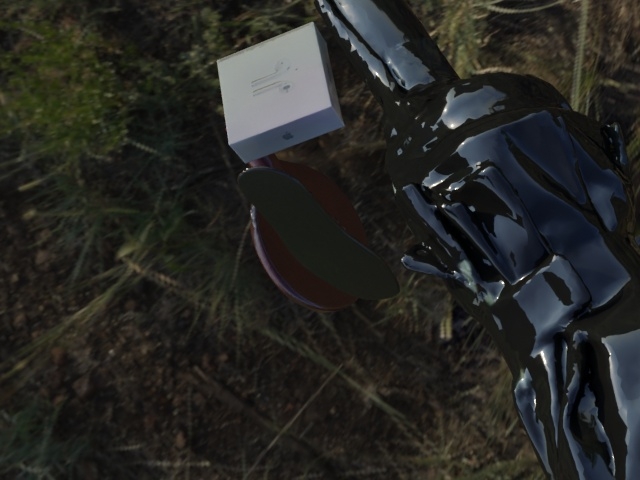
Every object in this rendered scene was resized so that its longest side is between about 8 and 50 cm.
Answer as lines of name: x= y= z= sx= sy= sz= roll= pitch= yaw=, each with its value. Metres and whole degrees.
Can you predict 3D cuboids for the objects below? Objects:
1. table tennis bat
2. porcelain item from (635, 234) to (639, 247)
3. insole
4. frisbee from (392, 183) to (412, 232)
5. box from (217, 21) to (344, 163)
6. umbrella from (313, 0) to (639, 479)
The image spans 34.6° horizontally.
table tennis bat: x=-0.033 y=-0.039 z=1.462 sx=0.038 sy=0.200 sz=0.310 roll=-25 pitch=101 yaw=45
porcelain item: x=0.327 y=0.075 z=0.787 sx=0.138 sy=0.186 sz=0.288 roll=-25 pitch=121 yaw=29
insole: x=0.000 y=0.000 z=1.237 sx=0.111 sy=0.007 sz=0.328 roll=-7 pitch=147 yaw=28
frisbee: x=0.091 y=-0.044 z=0.859 sx=0.014 sy=0.110 sz=0.110 roll=-18 pitch=99 yaw=31
box: x=-0.048 y=-0.174 z=1.215 sx=0.129 sy=0.051 sz=0.130 roll=-20 pitch=59 yaw=14
umbrella: x=0.084 y=0.006 z=0.401 sx=0.118 sy=0.118 sz=0.340 roll=-48 pitch=57 yaw=25
